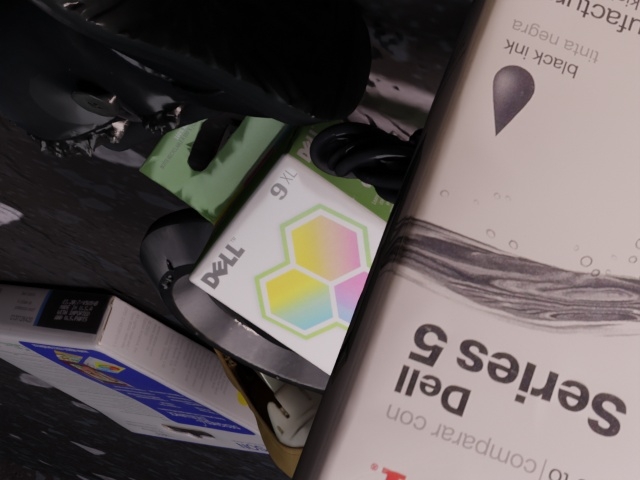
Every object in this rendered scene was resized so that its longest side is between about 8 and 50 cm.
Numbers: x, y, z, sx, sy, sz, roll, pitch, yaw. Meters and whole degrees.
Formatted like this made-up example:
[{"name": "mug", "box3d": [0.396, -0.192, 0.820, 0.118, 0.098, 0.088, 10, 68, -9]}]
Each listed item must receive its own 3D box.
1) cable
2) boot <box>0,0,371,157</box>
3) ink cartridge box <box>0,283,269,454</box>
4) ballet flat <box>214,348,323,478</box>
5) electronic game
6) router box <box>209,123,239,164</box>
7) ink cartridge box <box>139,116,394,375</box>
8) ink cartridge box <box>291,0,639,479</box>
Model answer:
[{"name": "cable", "box3d": [0.083, -0.028, 0.734, 0.151, 0.047, 0.184, 11, -169, -36]}, {"name": "boot", "box3d": [-0.125, -0.114, 0.729, 0.207, 0.094, 0.246, -3, 156, 45]}, {"name": "ink cartridge box", "box3d": [-0.211, 0.139, 1.637, 0.304, 0.072, 0.307, 1, 156, 45]}, {"name": "ballet flat", "box3d": [-0.033, 0.133, 1.282, 0.232, 0.080, 0.073, 41, 168, 48]}, {"name": "electronic game", "box3d": [-0.011, 0.044, 0.993, 0.229, 0.048, 0.229, 18, 155, 8]}, {"name": "router box", "box3d": [0.027, -0.007, 0.957, 0.179, 0.046, 0.133, 16, 163, 15]}, {"name": "ink cartridge box", "box3d": [0.000, 0.000, 0.840, 0.209, 0.062, 0.109, 35, 126, -7]}, {"name": "ink cartridge box", "box3d": [0.118, 0.032, 0.590, 0.198, 0.272, 0.115, 21, 163, 0]}]
